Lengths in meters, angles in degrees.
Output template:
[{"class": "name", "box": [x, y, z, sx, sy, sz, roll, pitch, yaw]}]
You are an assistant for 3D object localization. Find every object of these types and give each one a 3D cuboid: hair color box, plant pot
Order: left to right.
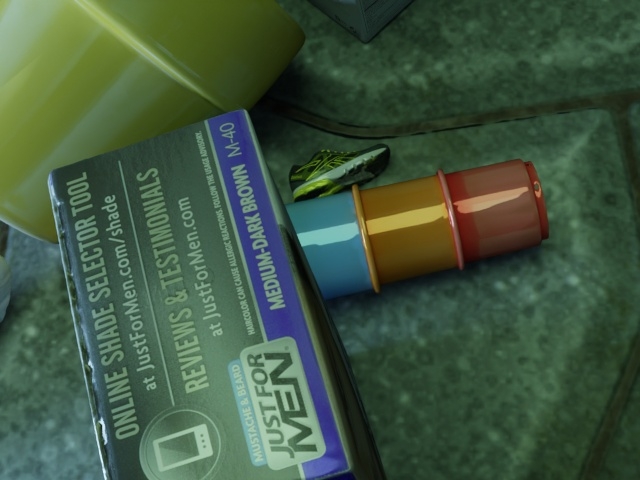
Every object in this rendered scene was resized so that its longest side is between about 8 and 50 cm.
[{"class": "plant pot", "box": [-0.180, -0.139, 0.846, 0.254, 0.254, 0.239, 43, 95, 25]}, {"class": "hair color box", "box": [-0.030, 0.100, 0.638, 0.110, 0.339, 0.185, -19, 63, 3]}]

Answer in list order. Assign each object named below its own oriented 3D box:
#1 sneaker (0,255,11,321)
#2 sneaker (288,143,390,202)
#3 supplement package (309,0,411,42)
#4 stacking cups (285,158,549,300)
[{"class": "sneaker", "box": [-0.339, 0.073, 0.854, 0.232, 0.090, 0.115, -41, 61, -10]}, {"class": "sneaker", "box": [0.012, -0.058, 0.875, 0.083, 0.031, 0.035, -25, 63, -1]}, {"class": "supplement package", "box": [0.004, -0.305, 0.896, 0.194, 0.203, 0.149, 40, 78, 24]}, {"class": "stacking cups", "box": [0.000, 0.000, 0.824, 0.316, 0.096, 0.096, -15, 64, 1]}]
